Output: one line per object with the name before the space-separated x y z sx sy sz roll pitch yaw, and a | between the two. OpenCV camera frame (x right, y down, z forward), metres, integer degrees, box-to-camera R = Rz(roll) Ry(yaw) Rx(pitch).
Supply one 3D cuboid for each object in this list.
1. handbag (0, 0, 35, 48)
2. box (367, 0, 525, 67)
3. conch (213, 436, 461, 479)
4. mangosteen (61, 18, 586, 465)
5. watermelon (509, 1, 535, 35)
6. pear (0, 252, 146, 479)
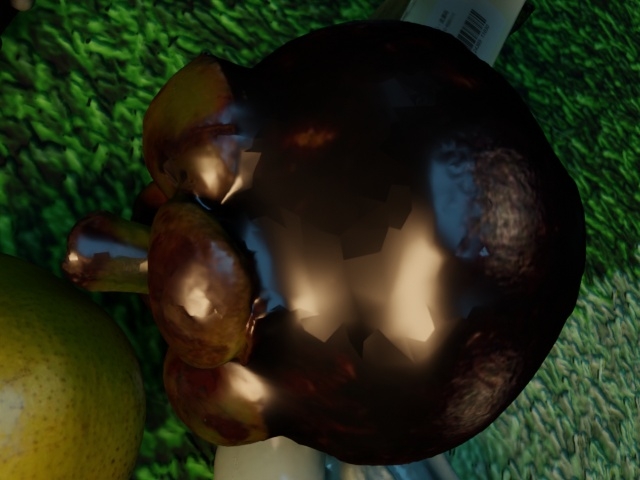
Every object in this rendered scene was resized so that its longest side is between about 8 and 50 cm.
handbag | -0.237 -0.175 0.477 0.074 0.216 0.203 31 62 -18
box | 0.069 -0.139 0.646 0.095 0.168 0.212 36 63 -12
conch | 0.021 0.193 0.553 0.221 0.121 0.185 36 53 -9
mangosteen | 0.003 -0.002 0.452 0.287 0.287 0.233 34 31 -14
watermelon | 0.132 -0.291 0.792 0.245 0.063 0.119 27 47 -12
pear | -0.202 0.104 0.425 0.198 0.198 0.198 8 72 -25
